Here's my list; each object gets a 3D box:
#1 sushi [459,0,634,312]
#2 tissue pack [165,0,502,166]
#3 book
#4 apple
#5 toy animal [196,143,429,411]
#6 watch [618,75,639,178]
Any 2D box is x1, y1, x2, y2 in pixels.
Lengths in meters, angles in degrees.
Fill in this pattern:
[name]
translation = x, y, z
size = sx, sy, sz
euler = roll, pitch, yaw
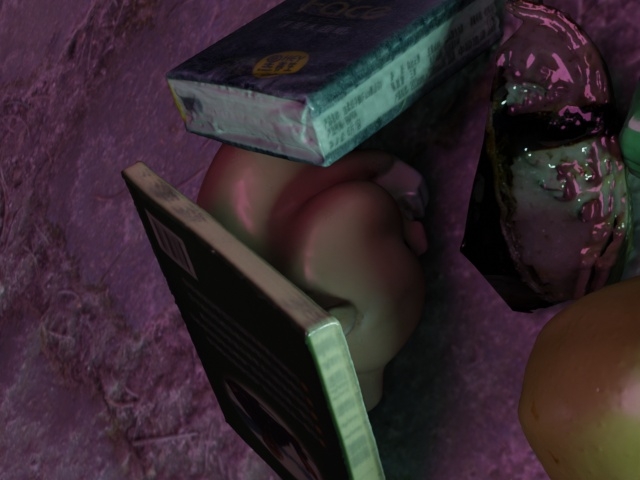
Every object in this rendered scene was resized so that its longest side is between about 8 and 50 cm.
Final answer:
[sushi]
translation = 0.204, -0.083, 0.794
size = 0.109, 0.134, 0.273
euler = 3, 71, 30
[tissue pack]
translation = 0.017, -0.167, 0.883
size = 0.185, 0.257, 0.081
euler = 18, 136, 41
[book]
translation = -0.045, 0.121, 0.865
size = 0.260, 0.043, 0.371
euler = 37, 154, 37
[apple]
translation = 0.236, 0.113, 0.679
size = 0.200, 0.200, 0.200
euler = -7, 80, 42
[toy animal]
translation = 0.004, 0.001, 0.921
size = 0.213, 0.195, 0.256
euler = -42, 54, -13
[watch]
translation = 0.302, -0.094, 0.690
size = 0.152, 0.131, 0.165
euler = 21, 98, 32
